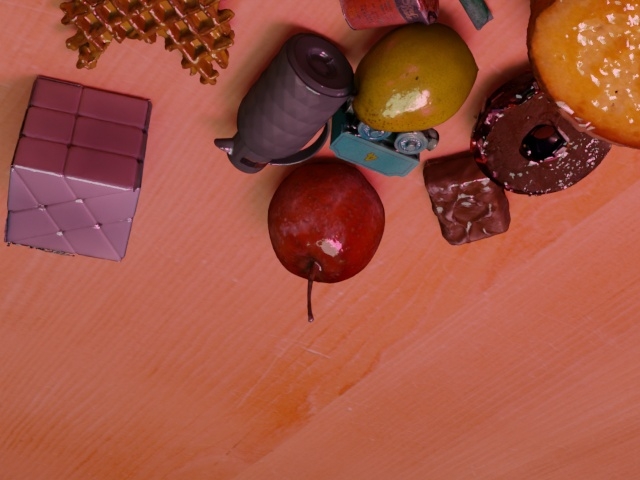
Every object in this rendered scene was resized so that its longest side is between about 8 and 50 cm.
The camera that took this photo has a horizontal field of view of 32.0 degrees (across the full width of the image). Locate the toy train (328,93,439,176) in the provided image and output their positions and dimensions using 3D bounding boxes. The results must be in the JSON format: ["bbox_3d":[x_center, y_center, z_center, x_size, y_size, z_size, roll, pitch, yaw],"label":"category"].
[{"bbox_3d":[0.111,-0.200,2.037,0.198,0.107,0.154,19,144,-22],"label":"toy train"}]

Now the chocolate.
[{"bbox_3d":[0.290,-0.074,2.192,0.148,0.093,0.214,-12,139,16],"label":"chocolate"}]

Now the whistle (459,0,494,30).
[{"bbox_3d":[0.231,-0.418,1.823,0.039,0.039,0.186,-20,137,23],"label":"whistle"}]

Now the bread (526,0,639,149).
[{"bbox_3d":[0.505,-0.321,1.728,0.398,0.215,0.398,17,134,19],"label":"bread"}]

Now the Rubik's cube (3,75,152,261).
[{"bbox_3d":[-0.441,-0.124,2.034,0.221,0.224,0.231,11,139,-12],"label":"Rubik's cube"}]

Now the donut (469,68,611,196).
[{"bbox_3d":[0.399,-0.197,2.017,0.270,0.103,0.269,-3,131,-4],"label":"donut"}]

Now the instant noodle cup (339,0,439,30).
[{"bbox_3d":[0.108,-0.397,1.797,0.136,0.127,0.127,-10,140,25],"label":"instant noodle cup"}]

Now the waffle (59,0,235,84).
[{"bbox_3d":[-0.285,-0.380,1.854,0.293,0.069,0.259,8,137,-4],"label":"waffle"}]

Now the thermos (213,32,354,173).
[{"bbox_3d":[-0.055,-0.224,1.982,0.182,0.145,0.286,14,141,-28],"label":"thermos"}]

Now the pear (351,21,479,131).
[{"bbox_3d":[0.148,-0.271,1.874,0.220,0.187,0.187,-30,138,-5],"label":"pear"}]

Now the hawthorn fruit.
[{"bbox_3d":[0.012,-0.033,2.148,0.231,0.263,0.235,-26,109,-1],"label":"hawthorn fruit"}]
